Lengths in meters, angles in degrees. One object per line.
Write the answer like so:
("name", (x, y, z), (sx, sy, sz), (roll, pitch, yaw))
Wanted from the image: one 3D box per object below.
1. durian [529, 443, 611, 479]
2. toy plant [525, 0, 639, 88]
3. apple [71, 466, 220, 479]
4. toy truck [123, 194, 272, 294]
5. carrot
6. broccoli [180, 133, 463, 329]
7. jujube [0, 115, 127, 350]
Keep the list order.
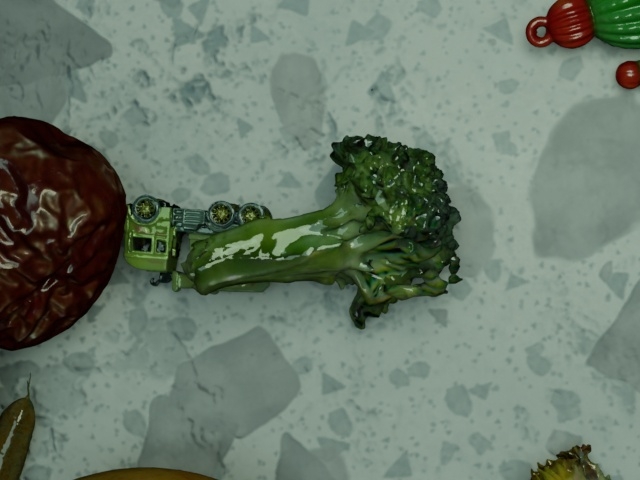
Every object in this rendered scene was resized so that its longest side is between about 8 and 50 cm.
("durian", (0.226, 0.391, 1.408), (0.195, 0.185, 0.305), (-20, 95, 28))
("toy plant", (0.347, -0.236, 1.417), (0.240, 0.088, 0.155), (-40, 99, 11))
("apple", (-0.169, 0.362, 1.348), (0.275, 0.299, 0.299), (-12, 87, 16))
("toy truck", (-0.126, 0.006, 1.464), (0.168, 0.077, 0.100), (4, 88, 4))
("carrot", (-0.366, 0.282, 1.487), (0.078, 0.078, 0.298), (25, 88, 6))
("broccoli", (0.009, 0.008, 1.407), (0.274, 0.198, 0.177), (-26, 55, 5))
("jujube", (-0.316, -0.004, 1.410), (0.213, 0.213, 0.232), (30, 106, 6))
